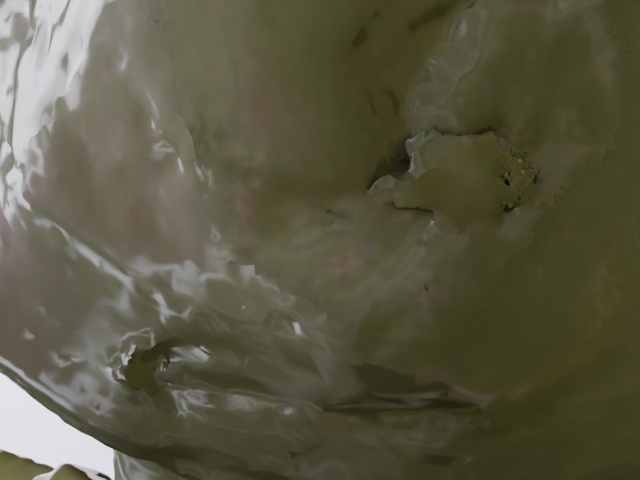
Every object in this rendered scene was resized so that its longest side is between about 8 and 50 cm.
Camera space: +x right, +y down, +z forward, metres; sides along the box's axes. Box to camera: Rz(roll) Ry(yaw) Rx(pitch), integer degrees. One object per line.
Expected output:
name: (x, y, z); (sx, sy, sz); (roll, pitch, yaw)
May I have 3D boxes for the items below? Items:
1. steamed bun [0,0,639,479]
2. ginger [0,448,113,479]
steamed bun: (0.000, 0.000, 0.590); (0.268, 0.280, 0.207); (6, -93, -44)
ginger: (-0.061, 0.173, 0.636); (0.221, 0.275, 0.130); (-29, 29, 52)
